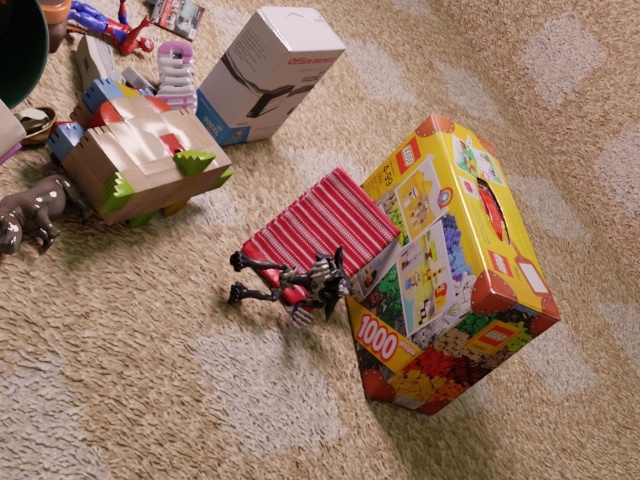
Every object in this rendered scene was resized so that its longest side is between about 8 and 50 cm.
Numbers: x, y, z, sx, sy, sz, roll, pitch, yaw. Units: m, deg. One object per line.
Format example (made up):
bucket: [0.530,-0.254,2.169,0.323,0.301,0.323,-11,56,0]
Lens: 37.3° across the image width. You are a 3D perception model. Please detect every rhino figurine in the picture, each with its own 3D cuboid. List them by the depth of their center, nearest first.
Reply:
rhino figurine: [-0.478,-0.039,1.582,0.106,0.073,0.243,49,34,0]

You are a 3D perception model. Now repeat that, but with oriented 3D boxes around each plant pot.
plant pot: [-0.621,-0.379,1.626,0.293,0.293,0.235,24,18,-28]

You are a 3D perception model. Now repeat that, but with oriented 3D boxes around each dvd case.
dvd case: [-0.344,-0.544,2.288,0.119,0.087,0.013,19,-1,-32]

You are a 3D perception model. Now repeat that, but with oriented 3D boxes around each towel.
towel: [0.000,0.000,1.927,0.199,0.275,0.031,49,-8,7]

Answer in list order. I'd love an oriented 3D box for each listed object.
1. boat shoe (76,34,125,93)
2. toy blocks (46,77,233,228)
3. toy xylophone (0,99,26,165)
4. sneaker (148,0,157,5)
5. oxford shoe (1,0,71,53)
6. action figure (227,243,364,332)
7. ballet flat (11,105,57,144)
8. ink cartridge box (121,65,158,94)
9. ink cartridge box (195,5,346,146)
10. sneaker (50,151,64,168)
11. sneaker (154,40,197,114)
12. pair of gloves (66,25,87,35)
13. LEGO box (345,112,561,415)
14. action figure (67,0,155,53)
boat shoe: [-0.440,-0.335,1.944,0.081,0.079,0.227,9,43,-36]
toy blocks: [-0.350,-0.187,1.767,0.261,0.191,0.381,51,33,8]
toy xylophone: [-0.616,-0.214,1.488,0.236,0.081,0.322,-40,125,-24]
sneaker: [-0.397,-0.661,2.346,0.092,0.087,0.228,16,41,-37]
oxford shoe: [-0.664,-0.460,1.818,0.364,0.132,0.130,22,42,0]
action figure: [-0.034,0.090,1.809,0.276,0.164,0.141,4,21,-18]
ballet flat: [-0.558,-0.199,1.670,0.080,0.073,0.232,48,33,7]
ink cartridge box: [-0.386,-0.336,2.037,0.063,0.029,0.115,45,1,1]
ink cartridge box: [-0.123,-0.361,2.107,0.129,0.307,0.223,53,34,13]
sneaker: [-0.467,-0.164,1.771,0.044,0.040,0.109,37,26,16]
sneaker: [-0.311,-0.308,2.046,0.095,0.104,0.236,3,65,-6]
pair of gloves: [-0.536,-0.441,1.991,0.074,0.010,0.083,23,20,37]
LEGO box: [0.235,0.049,1.979,0.193,0.372,0.500,22,38,-32]
action figure: [-0.468,-0.501,2.053,0.280,0.139,0.091,26,37,-30]
